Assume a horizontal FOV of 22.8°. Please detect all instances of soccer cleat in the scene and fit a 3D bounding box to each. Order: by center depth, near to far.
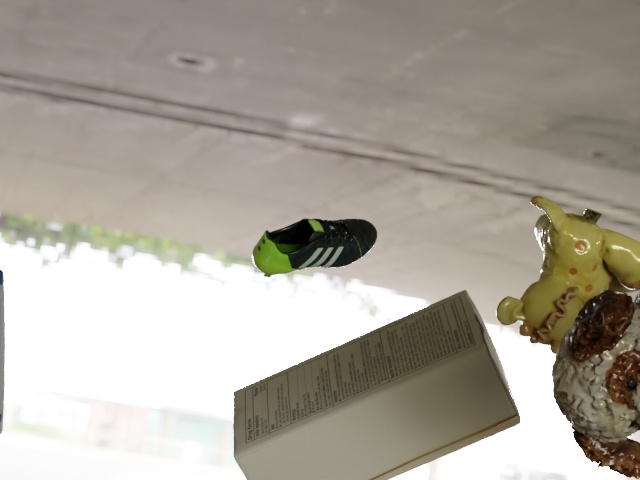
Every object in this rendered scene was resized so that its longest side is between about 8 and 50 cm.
[{"bbox_3d":[0.000,0.000,1.957,0.178,0.060,0.072,-14,-31,-30],"label":"soccer cleat"}]

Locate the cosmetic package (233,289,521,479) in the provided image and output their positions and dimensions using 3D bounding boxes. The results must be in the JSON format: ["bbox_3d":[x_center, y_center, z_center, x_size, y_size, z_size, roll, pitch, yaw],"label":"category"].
[{"bbox_3d":[0.059,0.191,1.827,0.309,0.113,0.160,-25,23,8],"label":"cosmetic package"}]

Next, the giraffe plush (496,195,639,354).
[{"bbox_3d":[0.311,0.061,1.980,0.181,0.171,0.210,23,-7,24],"label":"giraffe plush"}]

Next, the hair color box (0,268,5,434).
[{"bbox_3d":[-0.434,0.161,1.546,0.105,0.174,0.347,17,-35,-35],"label":"hair color box"}]

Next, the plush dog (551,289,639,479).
[{"bbox_3d":[0.319,0.102,1.468,0.225,0.262,0.211,-20,35,-10],"label":"plush dog"}]
